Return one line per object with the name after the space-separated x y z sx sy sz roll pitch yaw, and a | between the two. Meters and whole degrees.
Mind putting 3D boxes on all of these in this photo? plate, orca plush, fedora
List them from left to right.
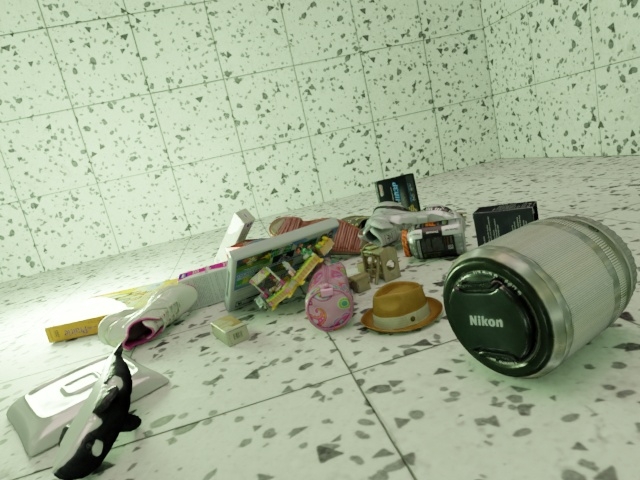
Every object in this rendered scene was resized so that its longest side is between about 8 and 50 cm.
-0.523 0.331 0.978 0.277 0.045 0.278 -24 16 -40 | plate
-0.386 0.322 0.816 0.151 0.102 0.287 -48 22 -2 | orca plush
0.182 0.144 1.023 0.194 0.079 0.194 -13 12 3 | fedora

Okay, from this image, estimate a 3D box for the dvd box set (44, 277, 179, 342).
-0.677 0.231 1.554 0.420 0.062 0.307 -12 12 4 | dvd box set

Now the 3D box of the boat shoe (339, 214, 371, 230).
0.177 -0.053 1.856 0.305 0.109 0.091 -6 8 12 | boat shoe

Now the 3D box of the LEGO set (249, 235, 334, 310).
-0.095 0.079 1.224 0.287 0.107 0.132 -45 8 15 | LEGO set

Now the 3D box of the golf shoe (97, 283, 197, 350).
-0.477 0.229 1.295 0.140 0.115 0.306 13 33 42 | golf shoe

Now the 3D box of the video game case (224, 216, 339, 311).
-0.120 0.075 1.305 0.329 0.036 0.300 -19 -29 -26 | video game case

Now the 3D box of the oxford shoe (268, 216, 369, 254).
0.000 0.000 1.736 0.397 0.146 0.140 11 56 18 | oxford shoe

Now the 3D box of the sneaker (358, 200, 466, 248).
0.318 -0.034 1.591 0.365 0.137 0.210 12 38 34 | sneaker

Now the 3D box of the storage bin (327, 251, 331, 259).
-0.005 0.060 1.572 0.098 0.091 0.135 -14 11 -6 | storage bin

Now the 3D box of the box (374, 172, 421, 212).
0.348 -0.176 1.976 0.175 0.220 0.051 -13 7 -1 | box

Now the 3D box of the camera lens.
0.367 0.086 0.754 0.274 0.219 0.219 -20 14 -29 | camera lens

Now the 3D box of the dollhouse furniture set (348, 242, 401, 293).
0.121 0.074 1.351 0.161 0.101 0.182 -18 13 -25 | dollhouse furniture set

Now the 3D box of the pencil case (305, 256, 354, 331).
0.021 0.131 1.157 0.124 0.124 0.284 -12 13 4 | pencil case

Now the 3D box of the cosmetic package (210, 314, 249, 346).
-0.235 0.231 1.143 0.060 0.041 0.115 -21 14 -31 | cosmetic package

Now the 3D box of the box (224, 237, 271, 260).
-0.227 0.065 1.686 0.257 0.128 0.122 -4 14 37 | box

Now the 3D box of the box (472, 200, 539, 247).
0.522 -0.019 1.231 0.158 0.156 0.093 -5 14 33 | box

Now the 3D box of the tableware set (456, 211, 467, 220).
0.523 -0.097 1.876 0.194 0.039 0.128 -2 3 20 | tableware set

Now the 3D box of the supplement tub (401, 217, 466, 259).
0.363 -0.003 1.414 0.190 0.117 0.117 -8 13 19 | supplement tub

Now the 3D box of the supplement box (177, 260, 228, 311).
-0.358 0.146 1.498 0.220 0.114 0.111 -17 14 -13 | supplement box

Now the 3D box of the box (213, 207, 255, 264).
-0.356 0.003 1.809 0.063 0.067 0.324 -31 -20 -45 | box
